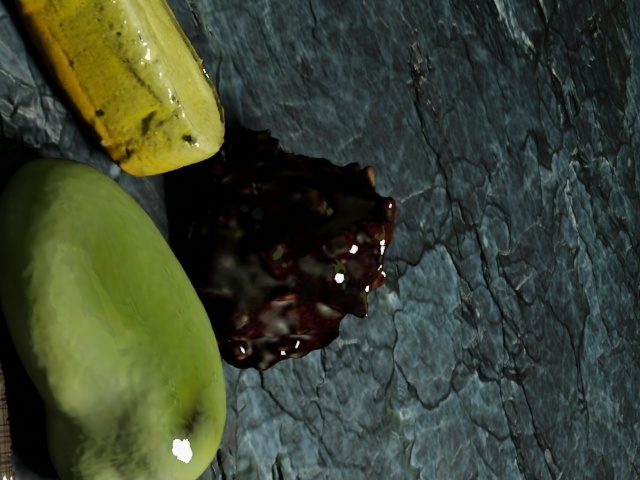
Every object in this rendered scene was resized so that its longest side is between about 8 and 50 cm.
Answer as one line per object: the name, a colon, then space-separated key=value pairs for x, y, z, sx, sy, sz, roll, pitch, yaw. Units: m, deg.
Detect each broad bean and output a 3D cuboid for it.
broad bean: x=-0.152 y=0.061 z=1.024 sx=0.189 sy=0.121 sz=0.263 roll=-34 pitch=110 yaw=-60

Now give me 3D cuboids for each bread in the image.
bread: x=-0.163 y=-0.162 z=1.088 sx=0.245 sy=0.094 sz=0.102 roll=62 pitch=28 yaw=-31

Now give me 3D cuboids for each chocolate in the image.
chocolate: x=0.000 y=0.000 z=1.232 sx=0.206 sy=0.177 sz=0.224 roll=0 pitch=85 yaw=-58

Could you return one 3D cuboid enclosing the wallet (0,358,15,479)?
wallet: x=-0.262 y=0.062 z=0.918 sx=0.124 sy=0.042 sz=0.230 roll=-1 pitch=84 yaw=-62
